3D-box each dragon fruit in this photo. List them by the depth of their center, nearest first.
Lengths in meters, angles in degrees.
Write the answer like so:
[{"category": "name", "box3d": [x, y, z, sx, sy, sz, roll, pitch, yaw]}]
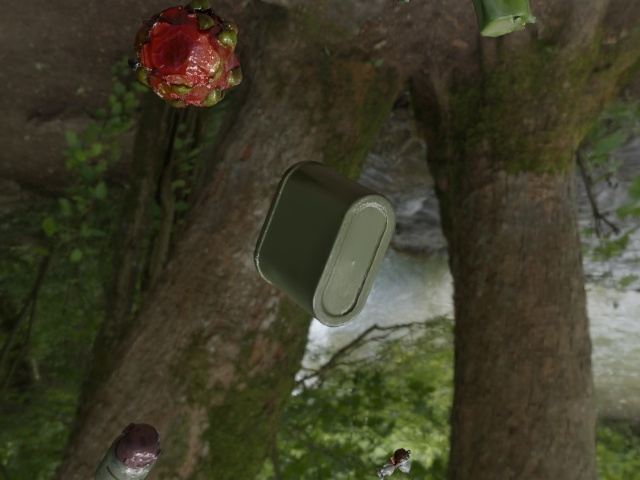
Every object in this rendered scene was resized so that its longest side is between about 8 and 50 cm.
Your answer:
[{"category": "dragon fruit", "box3d": [-0.300, -0.414, 1.407, 0.307, 0.227, 0.243, 38, 176, 23]}]

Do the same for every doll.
[{"category": "doll", "box3d": [0.164, 0.499, 1.439, 0.085, 0.058, 0.040, -9, -173, -8]}]

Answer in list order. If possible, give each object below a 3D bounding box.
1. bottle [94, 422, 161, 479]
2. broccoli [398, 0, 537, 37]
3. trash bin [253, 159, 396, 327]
[{"category": "bottle", "box3d": [-0.435, 0.500, 1.471, 0.110, 0.110, 0.233, 21, 131, -20]}, {"category": "broccoli", "box3d": [0.242, -0.500, 1.032, 0.375, 0.302, 0.249, -13, 147, 42]}, {"category": "trash bin", "box3d": [0.000, 0.000, 1.105, 0.121, 0.243, 0.247, 17, -171, -30]}]
